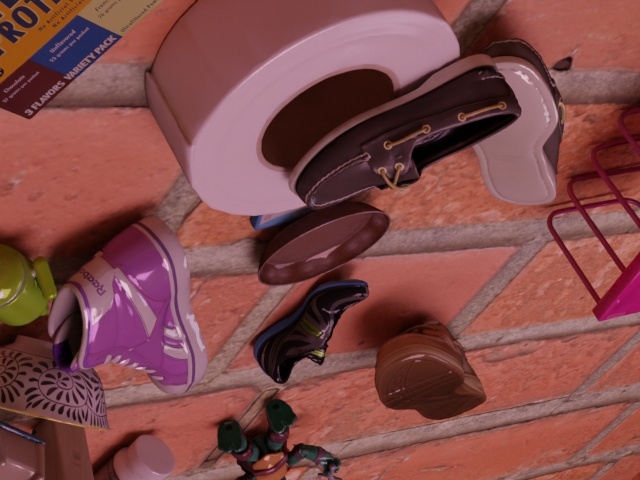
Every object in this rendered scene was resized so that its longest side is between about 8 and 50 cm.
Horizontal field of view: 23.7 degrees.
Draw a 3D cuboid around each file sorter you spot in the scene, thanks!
[{"bbox_3d":[0.453,-0.066,1.957,0.202,0.182,0.290,-10,147,-33],"label":"file sorter"}]

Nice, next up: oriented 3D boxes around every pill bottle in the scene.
[{"bbox_3d":[-0.260,0.325,2.041,0.078,0.078,0.137,5,138,-50],"label":"pill bottle"}]

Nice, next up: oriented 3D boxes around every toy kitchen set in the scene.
[{"bbox_3d":[-0.402,0.274,1.803,0.166,0.122,0.207,-40,133,20],"label":"toy kitchen set"}]

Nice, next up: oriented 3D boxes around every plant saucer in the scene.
[{"bbox_3d":[0.000,0.000,1.762,0.168,0.029,0.168,-23,162,-8],"label":"plant saucer"}]

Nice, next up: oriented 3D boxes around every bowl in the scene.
[{"bbox_3d":[-0.302,0.148,1.646,0.170,0.080,0.170,13,174,1],"label":"bowl"}]

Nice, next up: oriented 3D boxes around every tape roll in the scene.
[{"bbox_3d":[-0.015,-0.147,1.421,0.286,0.100,0.286,-24,154,-12],"label":"tape roll"}]

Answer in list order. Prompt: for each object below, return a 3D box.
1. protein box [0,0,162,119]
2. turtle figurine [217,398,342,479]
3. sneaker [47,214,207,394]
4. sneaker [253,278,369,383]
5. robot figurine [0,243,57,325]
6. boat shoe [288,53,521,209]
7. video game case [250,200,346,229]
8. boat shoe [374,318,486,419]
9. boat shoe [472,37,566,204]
[{"bbox_3d":[-0.237,-0.214,0.953,0.136,0.200,0.201,-39,152,17],"label":"protein box"},{"bbox_3d":[-0.072,0.329,2.202,0.175,0.118,0.234,-38,142,-18],"label":"turtle figurine"},{"bbox_3d":[-0.216,0.103,1.631,0.161,0.102,0.282,-39,148,-23],"label":"sneaker"},{"bbox_3d":[-0.003,0.114,1.927,0.188,0.078,0.067,-42,152,22],"label":"sneaker"},{"bbox_3d":[-0.309,0.043,1.494,0.101,0.067,0.115,-13,157,11],"label":"robot figurine"},{"bbox_3d":[0.078,-0.089,1.427,0.228,0.068,0.081,-31,154,2],"label":"boat shoe"},{"bbox_3d":[-0.006,-0.077,1.653,0.119,0.015,0.166,-16,151,-27],"label":"video game case"},{"bbox_3d":[0.143,0.173,2.154,0.122,0.110,0.341,-22,159,10],"label":"boat shoe"},{"bbox_3d":[0.215,-0.142,1.680,0.109,0.091,0.305,4,156,15],"label":"boat shoe"}]
